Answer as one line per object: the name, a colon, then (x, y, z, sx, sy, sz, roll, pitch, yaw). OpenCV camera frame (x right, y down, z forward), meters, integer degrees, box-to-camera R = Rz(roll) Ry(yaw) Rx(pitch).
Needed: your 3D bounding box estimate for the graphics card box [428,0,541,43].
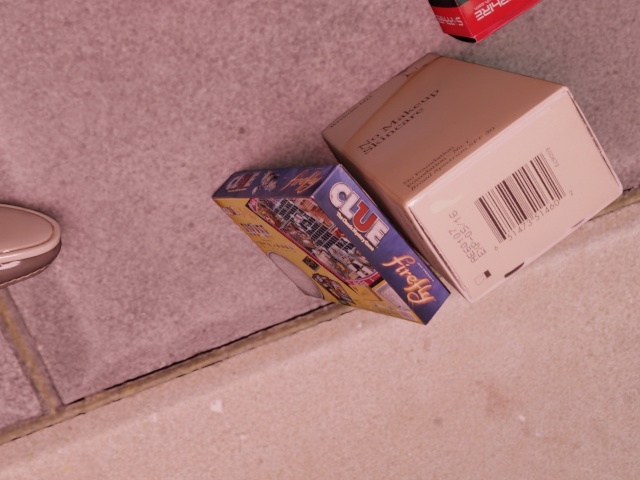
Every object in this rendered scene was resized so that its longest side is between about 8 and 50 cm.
graphics card box: (0.149, -0.413, 0.774, 0.233, 0.094, 0.371, -33, 113, 0)

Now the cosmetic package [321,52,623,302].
cosmetic package: (0.121, -0.078, 0.762, 0.160, 0.309, 0.113, -37, 112, 0)

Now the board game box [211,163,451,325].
board game box: (0.000, 0.000, 0.796, 0.165, 0.243, 0.042, 47, 72, -22)

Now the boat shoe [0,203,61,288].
boat shoe: (-0.420, 0.032, 0.792, 0.335, 0.112, 0.095, -5, 126, -6)
